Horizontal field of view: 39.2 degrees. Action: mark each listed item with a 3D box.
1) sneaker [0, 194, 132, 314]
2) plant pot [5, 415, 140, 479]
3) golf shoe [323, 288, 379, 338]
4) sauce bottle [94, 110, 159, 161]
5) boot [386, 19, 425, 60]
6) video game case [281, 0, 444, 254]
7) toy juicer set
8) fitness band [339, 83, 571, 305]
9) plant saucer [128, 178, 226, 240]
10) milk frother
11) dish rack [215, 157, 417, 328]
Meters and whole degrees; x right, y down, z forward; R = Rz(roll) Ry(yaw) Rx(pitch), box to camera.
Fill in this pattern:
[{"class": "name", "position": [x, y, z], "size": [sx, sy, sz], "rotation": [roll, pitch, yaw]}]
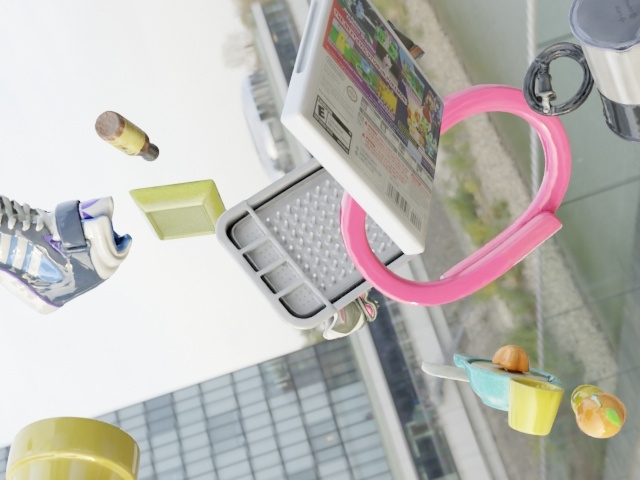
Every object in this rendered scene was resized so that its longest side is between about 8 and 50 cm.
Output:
[{"class": "sneaker", "position": [-0.464, -0.036, 1.486], "size": [0.323, 0.236, 0.130], "rotation": [49, -171, -36]}, {"class": "plant pot", "position": [-0.488, 0.506, 1.740], "size": [0.254, 0.254, 0.239], "rotation": [70, -168, -45]}, {"class": "golf shoe", "position": [0.003, 0.063, 1.787], "size": [0.272, 0.120, 0.105], "rotation": [58, 159, 3]}, {"class": "sauce bottle", "position": [-0.252, -0.134, 1.196], "size": [0.128, 0.042, 0.042], "rotation": [37, -147, -68]}, {"class": "boot", "position": [0.110, -0.366, 1.830], "size": [0.106, 0.219, 0.082], "rotation": [49, 143, 2]}, {"class": "video game case", "position": [0.046, -0.115, 0.790], "size": [0.201, 0.023, 0.183], "rotation": [44, -134, -40]}, {"class": "toy juicer set", "position": [0.303, 0.198, 1.287], "size": [0.329, 0.209, 0.089], "rotation": [-165, 84, -74]}, {"class": "fitness band", "position": [0.160, -0.053, 1.055], "size": [0.209, 0.291, 0.054], "rotation": [51, -175, -14]}, {"class": "plant saucer", "position": [-0.307, -0.057, 1.983], "size": [0.188, 0.189, 0.045], "rotation": [75, -171, -60]}, {"class": "milk frother", "position": [0.234, -0.158, 0.764], "size": [0.135, 0.143, 0.129], "rotation": [46, -150, -49]}, {"class": "dish rack", "position": [0.000, 0.000, 1.709], "size": [0.285, 0.333, 0.072], "rotation": [49, 160, 19]}]
